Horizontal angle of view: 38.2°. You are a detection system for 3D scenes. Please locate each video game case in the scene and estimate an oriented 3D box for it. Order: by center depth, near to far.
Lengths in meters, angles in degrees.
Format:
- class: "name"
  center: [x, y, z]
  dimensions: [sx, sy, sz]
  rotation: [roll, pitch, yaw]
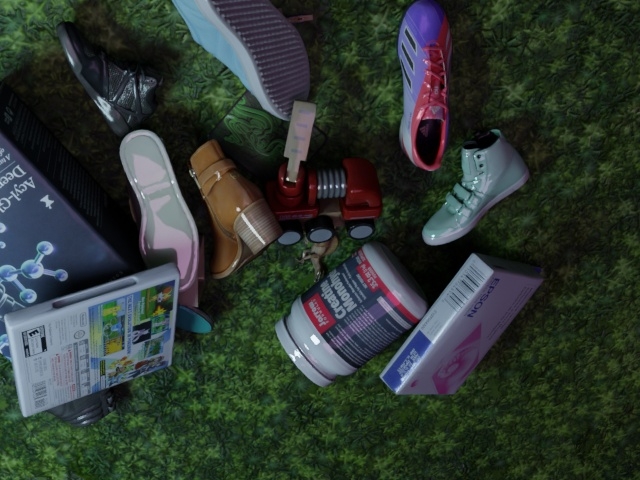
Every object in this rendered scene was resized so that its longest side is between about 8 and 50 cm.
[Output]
- class: "video game case"
  center: [-0.404, 0.183, 1.670]
  dimensions: [0.300, 0.036, 0.329]
  rotation: [-18, 149, -24]

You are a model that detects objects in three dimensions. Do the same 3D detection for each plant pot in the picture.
- class: "plant pot"
  center: [-0.280, 0.057, 1.801]
  dimensions: [0.096, 0.109, 0.109]
  rotation: [2, 117, -2]

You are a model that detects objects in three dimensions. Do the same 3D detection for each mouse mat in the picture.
- class: "mouse mat"
  center: [-0.099, -0.194, 1.760]
  dimensions: [0.189, 0.007, 0.152]
  rotation: [37, 105, -25]

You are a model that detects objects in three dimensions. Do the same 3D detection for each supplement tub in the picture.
- class: "supplement tub"
  center: [0.064, 0.149, 1.865]
  dimensions: [0.272, 0.191, 0.191]
  rotation: [-39, 118, 9]

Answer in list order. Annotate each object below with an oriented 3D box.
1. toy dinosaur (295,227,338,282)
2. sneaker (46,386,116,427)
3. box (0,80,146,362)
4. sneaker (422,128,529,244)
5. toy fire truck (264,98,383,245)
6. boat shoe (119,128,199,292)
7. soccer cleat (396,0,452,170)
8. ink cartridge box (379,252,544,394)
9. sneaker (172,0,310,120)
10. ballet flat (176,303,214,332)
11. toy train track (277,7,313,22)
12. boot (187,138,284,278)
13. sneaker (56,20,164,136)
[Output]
- class: "toy dinosaur"
  center: [0.000, 0.000, 1.865]
  dimensions: [0.092, 0.053, 0.183]
  rotation: [5, 124, -31]
- class: "sneaker"
  center: [-0.437, 0.268, 1.886]
  dimensions: [0.296, 0.104, 0.147]
  rotation: [-35, 133, 0]
- class: "box"
  center: [-0.548, -0.022, 1.640]
  dimensions: [0.293, 0.212, 0.395]
  rotation: [-35, 119, 7]
- class: "sneaker"
  center: [0.279, -0.113, 1.827]
  dimensions: [0.256, 0.094, 0.151]
  rotation: [-40, 124, -1]
- class: "toy fire truck"
  center: [0.006, -0.126, 1.713]
  dimensions: [0.217, 0.158, 0.246]
  rotation: [-4, 148, -9]
- class: "boat shoe"
  center: [-0.293, -0.056, 1.697]
  dimensions: [0.109, 0.091, 0.305]
  rotation: [-15, 101, -7]
- class: "soccer cleat"
  center: [0.201, -0.284, 1.711]
  dimensions: [0.108, 0.116, 0.318]
  rotation: [-5, 118, -9]
- class: "ink cartridge box"
  center: [0.317, 0.183, 1.913]
  dimensions: [0.330, 0.071, 0.324]
  rotation: [11, 119, -51]
- class: "sneaker"
  center: [-0.142, -0.358, 1.617]
  dimensions: [0.135, 0.150, 0.366]
  rotation: [-53, 139, -19]
- class: "ballet flat"
  center: [-0.306, 0.124, 1.845]
  dimensions: [0.203, 0.074, 0.074]
  rotation: [18, 112, -17]
- class: "toy train track"
  center: [-0.055, -0.396, 1.661]
  dimensions: [0.083, 0.014, 0.048]
  rotation: [-11, 112, -12]
- class: "boot"
  center: [-0.192, -0.054, 1.743]
  dimensions: [0.109, 0.283, 0.220]
  rotation: [-34, 88, -25]
- class: "sneaker"
  center: [-0.357, -0.301, 1.608]
  dimensions: [0.130, 0.087, 0.227]
  rotation: [-30, 122, 3]
